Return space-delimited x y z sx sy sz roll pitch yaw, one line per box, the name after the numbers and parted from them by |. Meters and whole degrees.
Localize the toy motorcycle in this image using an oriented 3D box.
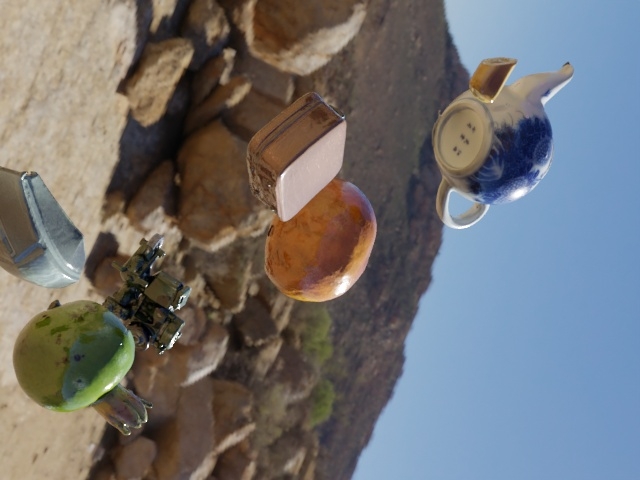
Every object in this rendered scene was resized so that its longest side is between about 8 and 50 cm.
-0.402 0.133 2.057 0.275 0.205 0.127 -59 177 28 | toy motorcycle

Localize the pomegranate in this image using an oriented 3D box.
-0.455 0.257 1.688 0.235 0.302 0.236 -28 -165 8 | pomegranate

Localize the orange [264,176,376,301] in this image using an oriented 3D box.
0.000 0.000 1.887 0.284 0.226 0.284 22 90 -83 | orange

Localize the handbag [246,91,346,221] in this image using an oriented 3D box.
-0.030 -0.119 1.219 0.151 0.072 0.193 -43 165 -12 | handbag

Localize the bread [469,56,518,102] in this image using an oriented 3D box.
0.304 -0.299 1.541 0.049 0.062 0.103 22 -102 52 | bread

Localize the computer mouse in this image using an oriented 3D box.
-0.391 -0.011 1.122 0.231 0.126 0.071 70 30 -43 | computer mouse

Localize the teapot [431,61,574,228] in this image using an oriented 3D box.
0.385 -0.196 1.831 0.252 0.280 0.424 54 -54 40 | teapot
